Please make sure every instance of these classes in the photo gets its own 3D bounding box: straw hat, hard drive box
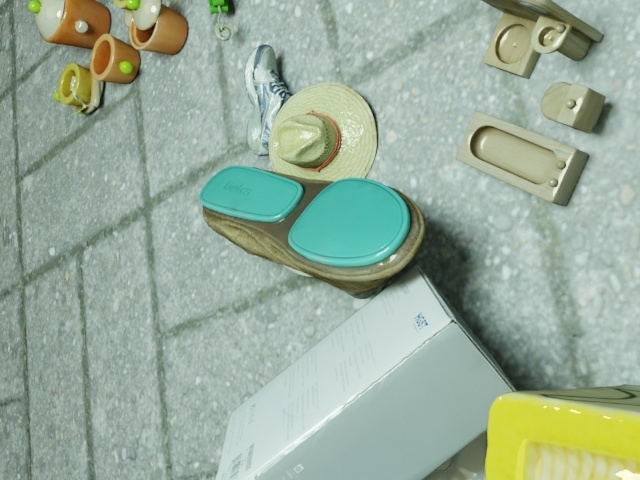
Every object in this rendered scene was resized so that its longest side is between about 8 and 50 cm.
[{"bbox_3d":[-0.016,-0.109,0.868,0.145,0.061,0.144,0,91,33],"label":"straw hat"},{"bbox_3d":[0.031,0.141,0.664,0.232,0.089,0.181,-40,10,7],"label":"hard drive box"}]

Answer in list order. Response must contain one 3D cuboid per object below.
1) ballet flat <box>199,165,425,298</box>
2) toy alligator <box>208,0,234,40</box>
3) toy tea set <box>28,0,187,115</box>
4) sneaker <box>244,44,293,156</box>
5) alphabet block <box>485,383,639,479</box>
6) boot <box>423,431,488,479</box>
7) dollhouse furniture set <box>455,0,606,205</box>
[{"bbox_3d":[0.000,0.000,0.819,0.342,0.124,0.116,13,58,49],"label":"ballet flat"},{"bbox_3d":[-0.140,-0.338,1.062,0.051,0.056,0.189,100,161,-72],"label":"toy alligator"},{"bbox_3d":[-0.341,-0.328,1.202,0.336,0.124,0.200,-15,73,43],"label":"toy tea set"},{"bbox_3d":[-0.054,-0.171,0.954,0.058,0.052,0.135,-5,87,34],"label":"sneaker"},{"bbox_3d":[0.232,0.199,0.501,0.192,0.197,0.193,-2,83,45],"label":"alphabet block"},{"bbox_3d":[0.136,0.255,0.638,0.123,0.095,0.258,7,75,29],"label":"boot"},{"bbox_3d":[0.155,-0.133,0.681,0.144,0.123,0.151,33,107,43],"label":"dollhouse furniture set"}]
